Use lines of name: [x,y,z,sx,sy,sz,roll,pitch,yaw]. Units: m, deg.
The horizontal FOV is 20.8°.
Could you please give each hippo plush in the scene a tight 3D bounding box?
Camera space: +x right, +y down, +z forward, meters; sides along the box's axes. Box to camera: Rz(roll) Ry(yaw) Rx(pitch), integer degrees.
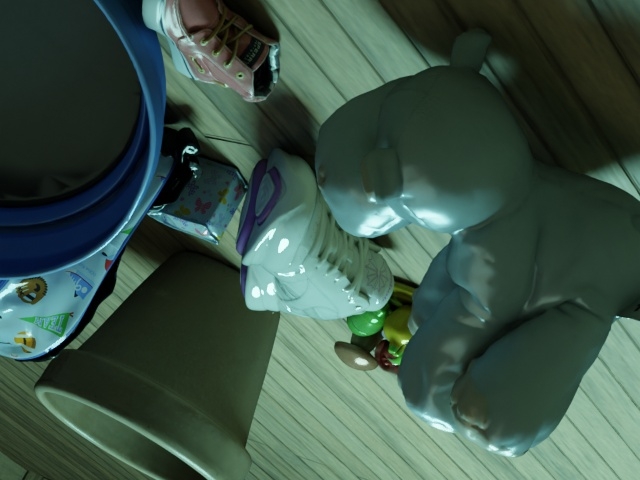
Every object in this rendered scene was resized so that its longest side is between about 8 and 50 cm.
hippo plush: [0.104,0.001,1.229,0.236,0.234,0.294,38,161,-27]

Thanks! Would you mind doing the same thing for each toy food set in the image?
toy food set: [0.073,0.108,1.824,0.128,0.071,0.218,32,162,-10]

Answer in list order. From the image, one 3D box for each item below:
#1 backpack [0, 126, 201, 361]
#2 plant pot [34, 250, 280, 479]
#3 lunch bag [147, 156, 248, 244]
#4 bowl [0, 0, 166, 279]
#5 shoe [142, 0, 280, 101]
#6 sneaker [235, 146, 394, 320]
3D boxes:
backpack: [-0.283,-0.024,1.668,0.213,0.263,0.276,28,165,-29]
plant pot: [-0.165,0.143,2.020,0.263,0.229,0.263,25,162,9]
lunch bag: [-0.126,-0.045,1.711,0.083,0.071,0.053,20,162,27]
bowl: [-0.306,-0.141,1.407,0.391,0.077,0.391,10,131,12]
shoe: [-0.079,-0.163,1.347,0.081,0.063,0.178,23,166,14]
sneaker: [0.000,0.000,1.631,0.152,0.114,0.305,13,165,4]
